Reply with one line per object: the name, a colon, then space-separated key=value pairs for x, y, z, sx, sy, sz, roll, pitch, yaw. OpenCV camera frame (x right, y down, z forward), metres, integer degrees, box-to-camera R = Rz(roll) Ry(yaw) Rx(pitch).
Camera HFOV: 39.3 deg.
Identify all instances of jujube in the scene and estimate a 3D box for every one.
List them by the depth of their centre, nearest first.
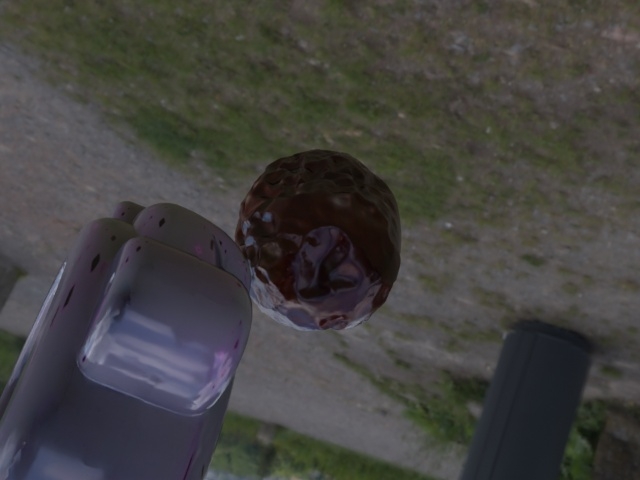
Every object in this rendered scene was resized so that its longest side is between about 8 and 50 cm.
jujube: x=0.000 y=0.000 z=0.790 sx=0.155 sy=0.155 sz=0.230 roll=25 pitch=-172 yaw=-7

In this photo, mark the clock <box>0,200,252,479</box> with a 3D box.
clock: x=-0.138 y=0.117 z=0.538 sx=0.113 sy=0.295 sz=0.322 roll=24 pitch=174 yaw=-15
